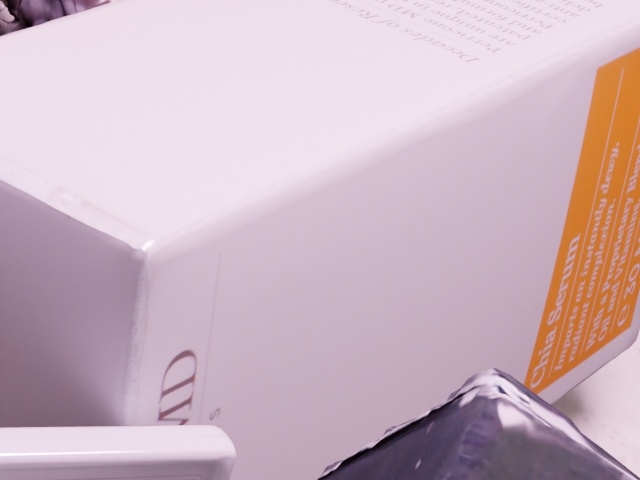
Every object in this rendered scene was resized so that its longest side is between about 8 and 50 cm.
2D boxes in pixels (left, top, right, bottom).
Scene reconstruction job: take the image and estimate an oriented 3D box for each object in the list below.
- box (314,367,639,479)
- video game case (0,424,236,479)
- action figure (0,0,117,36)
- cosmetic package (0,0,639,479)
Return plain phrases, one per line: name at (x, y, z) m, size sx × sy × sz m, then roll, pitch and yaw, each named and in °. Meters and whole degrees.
box at (0.083, 0.370, 0.417) m, size 0.472 × 0.297 × 0.480 m, roll 33°, pitch 66°, yaw -7°
video game case at (-0.136, 0.140, 0.650) m, size 0.190 × 0.173 × 0.022 m, roll 2°, pitch 28°, yaw -29°
action figure at (-0.097, -0.185, 1.031) m, size 0.185 × 0.285 × 0.099 m, roll 22°, pitch -5°, yaw 23°
cosmetic package at (0.000, 0.000, 0.874) m, size 0.161 × 0.230 × 0.453 m, roll 27°, pitch 33°, yaw 28°
